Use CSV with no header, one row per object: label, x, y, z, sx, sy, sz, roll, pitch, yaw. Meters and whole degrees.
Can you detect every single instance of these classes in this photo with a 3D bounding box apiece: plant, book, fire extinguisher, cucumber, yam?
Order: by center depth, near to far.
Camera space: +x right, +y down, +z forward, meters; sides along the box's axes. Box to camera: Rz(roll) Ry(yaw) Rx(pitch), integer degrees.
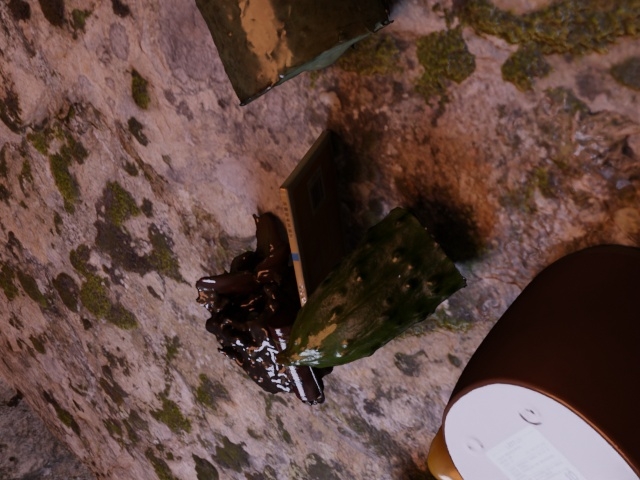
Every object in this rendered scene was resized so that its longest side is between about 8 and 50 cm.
yam,-0.056,-0.311,0.794,0.195,0.195,0.300,-3,116,49
cucumber,0.048,0.075,0.925,0.134,0.244,0.134,52,177,4
book,-0.001,0.000,1.001,0.018,0.170,0.242,3,121,19
fire extinguisher,-0.027,0.167,1.034,0.064,0.043,0.158,14,133,45
plant,-0.068,0.103,1.137,0.178,0.204,0.234,-8,118,46

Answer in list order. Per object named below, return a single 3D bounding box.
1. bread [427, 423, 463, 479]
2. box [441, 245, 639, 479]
bread,0.283,0.305,0.942,0.305,0.142,0.091,29,134,26
box,0.284,0.187,0.792,0.301,0.216,0.301,27,136,29
